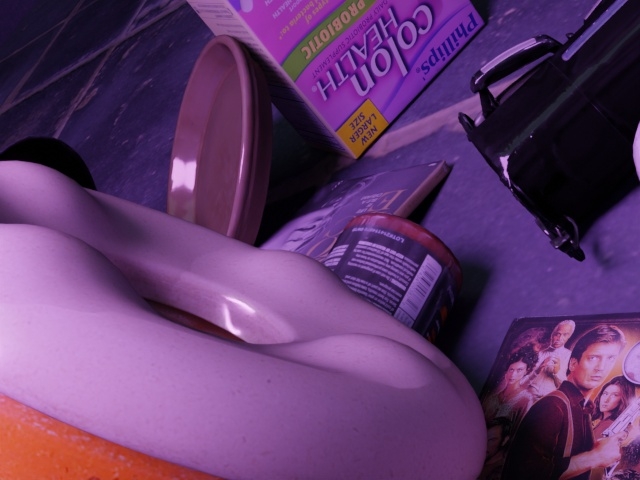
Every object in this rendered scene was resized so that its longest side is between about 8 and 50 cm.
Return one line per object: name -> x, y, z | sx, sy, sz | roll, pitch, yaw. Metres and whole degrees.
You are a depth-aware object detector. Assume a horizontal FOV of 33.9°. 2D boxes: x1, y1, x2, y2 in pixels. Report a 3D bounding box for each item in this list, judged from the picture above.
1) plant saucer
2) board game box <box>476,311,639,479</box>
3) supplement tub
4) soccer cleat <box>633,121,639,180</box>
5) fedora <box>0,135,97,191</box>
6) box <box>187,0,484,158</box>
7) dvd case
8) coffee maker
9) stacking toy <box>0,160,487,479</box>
plant saucer -> -0.107, -0.072, 1.086 | 0.278, 0.041, 0.278 | -173, 90, -68
board game box -> 0.177, 0.109, 0.529 | 0.243, 0.042, 0.165 | -8, 42, 47
supplement tub -> 0.022, 0.082, 0.776 | 0.106, 0.106, 0.198 | -5, 45, 49
soccer cleat -> 0.340, -0.046, 0.557 | 0.331, 0.143, 0.116 | 2, 63, 23
fedora -> -0.244, 0.058, 1.046 | 0.152, 0.334, 0.334 | 4, 44, 14
box -> 0.013, -0.249, 1.110 | 0.213, 0.243, 0.117 | -46, 28, -10
dvd case -> 0.000, 0.000, 0.959 | 0.164, 0.018, 0.221 | -8, 29, 46
coffee maker -> 0.214, -0.093, 0.773 | 0.178, 0.120, 0.171 | -44, 52, 16
stacking toy -> -0.149, 0.223, 0.583 | 0.350, 0.350, 0.480 | 35, 104, 62
